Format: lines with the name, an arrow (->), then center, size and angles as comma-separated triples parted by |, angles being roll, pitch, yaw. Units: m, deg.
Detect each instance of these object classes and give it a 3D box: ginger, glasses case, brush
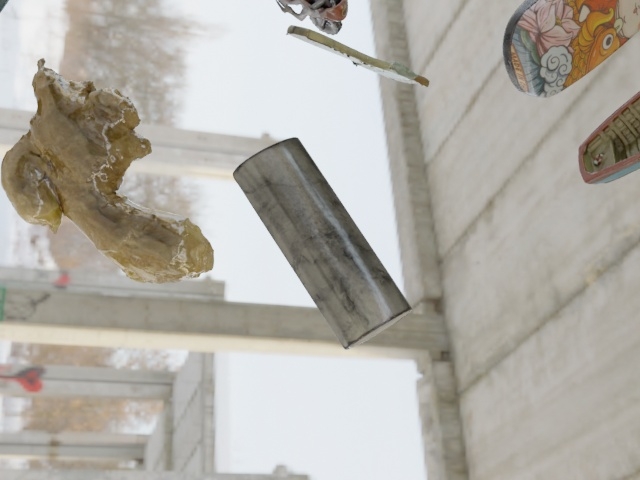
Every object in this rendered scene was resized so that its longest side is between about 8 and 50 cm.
ginger -> -0.171, -0.051, 0.791 | 0.133, 0.214, 0.059 | -60, 178, -1
glasses case -> 0.000, 0.000, 1.326 | 0.299, 0.114, 0.060 | 57, -20, 13
glasses case -> 0.354, -0.305, 1.218 | 0.082, 0.321, 0.122 | 27, -29, 51
brush -> 0.055, -0.262, 1.363 | 0.085, 0.336, 0.020 | 19, -82, 30

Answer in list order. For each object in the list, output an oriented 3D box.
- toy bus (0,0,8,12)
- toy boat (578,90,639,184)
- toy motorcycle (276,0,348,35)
toy bus -> -0.470, -0.364, 1.266 | 0.246, 0.113, 0.134 | -49, -129, 18
toy boat -> 0.559, -0.211, 1.456 | 0.392, 0.079, 0.136 | -39, -146, 38
toy motorcycle -> -0.029, -0.432, 1.613 | 0.084, 0.212, 0.118 | -54, -158, -14
